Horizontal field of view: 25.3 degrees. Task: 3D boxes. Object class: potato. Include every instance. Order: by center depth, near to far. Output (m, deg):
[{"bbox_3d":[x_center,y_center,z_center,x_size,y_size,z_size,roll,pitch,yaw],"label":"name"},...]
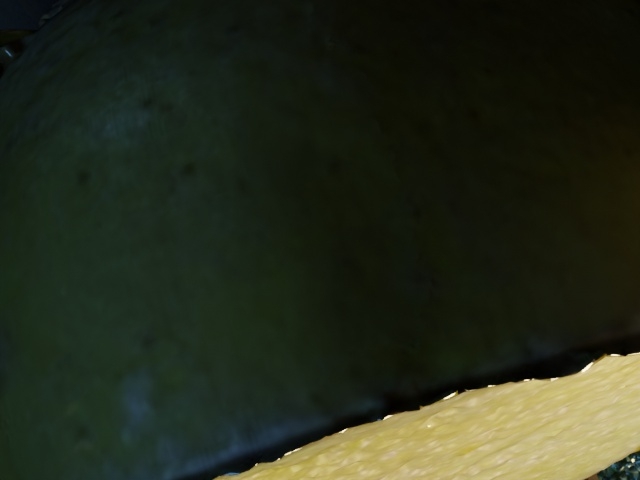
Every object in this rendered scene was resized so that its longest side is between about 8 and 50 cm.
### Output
[{"bbox_3d":[0.000,0.000,0.757,0.385,0.442,0.319,74,179,-72],"label":"potato"}]

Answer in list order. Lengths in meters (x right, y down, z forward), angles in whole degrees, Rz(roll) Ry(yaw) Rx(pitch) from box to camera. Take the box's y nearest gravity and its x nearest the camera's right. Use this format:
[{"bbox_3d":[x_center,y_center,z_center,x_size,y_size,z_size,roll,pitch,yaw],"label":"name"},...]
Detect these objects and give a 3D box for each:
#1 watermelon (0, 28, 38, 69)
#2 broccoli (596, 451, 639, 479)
[{"bbox_3d":[-0.279,-0.034,1.342,0.363,0.363,0.363,37,150,26],"label":"watermelon"},{"bbox_3d":[0.254,0.111,0.896,0.176,0.198,0.226,-13,150,17],"label":"broccoli"}]
